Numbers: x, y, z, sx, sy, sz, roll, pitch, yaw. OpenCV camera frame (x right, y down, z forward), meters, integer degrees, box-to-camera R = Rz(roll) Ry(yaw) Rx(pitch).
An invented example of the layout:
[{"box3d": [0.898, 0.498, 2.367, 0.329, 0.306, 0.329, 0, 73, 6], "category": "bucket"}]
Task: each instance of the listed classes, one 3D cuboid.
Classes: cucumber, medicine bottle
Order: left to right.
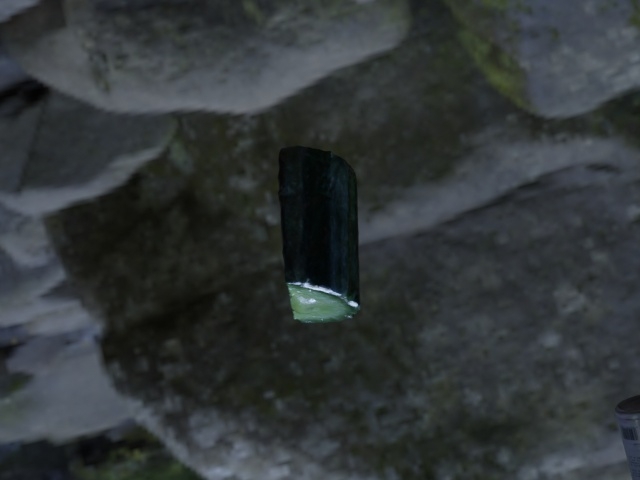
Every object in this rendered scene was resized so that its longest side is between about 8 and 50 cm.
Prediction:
[{"box3d": [0.000, 0.000, 1.168, 0.062, 0.115, 0.116, -1, 161, 4], "category": "cucumber"}, {"box3d": [0.358, 0.261, 1.576, 0.058, 0.199, 0.057, -16, -171, 3], "category": "medicine bottle"}]
